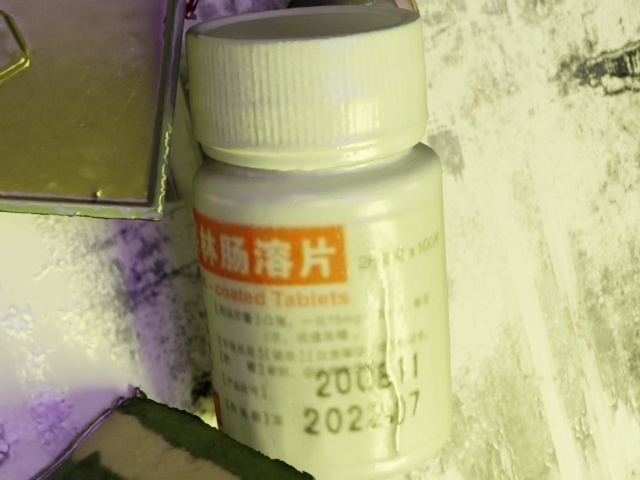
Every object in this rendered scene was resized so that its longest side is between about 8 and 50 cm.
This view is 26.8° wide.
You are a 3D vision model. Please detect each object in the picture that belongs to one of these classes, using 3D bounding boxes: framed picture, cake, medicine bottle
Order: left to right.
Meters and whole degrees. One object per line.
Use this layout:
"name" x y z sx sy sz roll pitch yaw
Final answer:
"framed picture" -0.268 -0.142 1.005 0.335 0.022 0.247 2 103 -22
"cake" -0.086 0.250 1.061 0.158 0.283 0.172 -45 121 -25
"medicine bottle" 0.000 0.000 1.122 0.211 0.211 0.371 -17 111 -34

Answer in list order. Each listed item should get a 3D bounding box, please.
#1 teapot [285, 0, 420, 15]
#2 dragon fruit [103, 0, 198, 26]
"teapot" 0.010 -0.181 1.246 0.146 0.148 0.116 -32 71 -18
"dragon fruit" -0.151 -0.296 1.116 0.161 0.126 0.274 -5 107 -44
